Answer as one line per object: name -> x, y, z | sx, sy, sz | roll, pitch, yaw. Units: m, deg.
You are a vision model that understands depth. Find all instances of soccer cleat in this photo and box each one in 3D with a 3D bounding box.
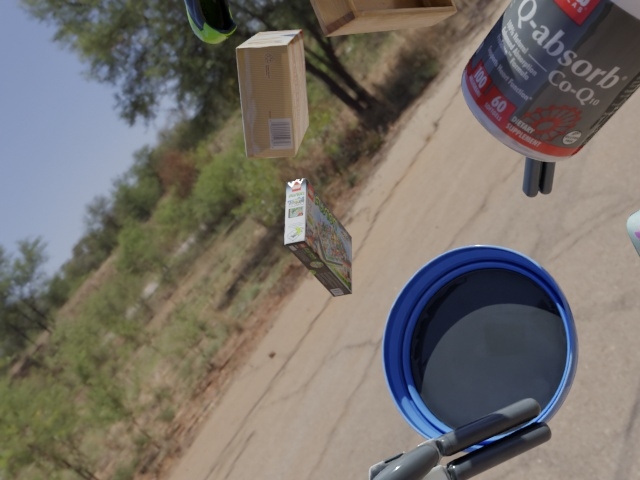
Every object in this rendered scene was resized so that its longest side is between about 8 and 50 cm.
soccer cleat -> -0.138, -0.302, 0.849 | 0.060, 0.179, 0.072 | -32, 21, -23

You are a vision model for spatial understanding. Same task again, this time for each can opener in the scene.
can opener -> 0.201, 0.303, 1.104 | 0.283, 0.076, 0.095 | -21, -11, -12
can opener -> 0.499, -0.232, 1.782 | 0.074, 0.281, 0.093 | -11, 31, -9

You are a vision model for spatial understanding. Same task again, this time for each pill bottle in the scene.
pill bottle -> 0.362, -0.293, 1.031 | 0.363, 0.210, 0.210 | -56, 1, 44

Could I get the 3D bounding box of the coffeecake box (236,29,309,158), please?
coffeecake box -> -0.060, -0.203, 1.063 | 0.185, 0.068, 0.143 | -78, -15, -69

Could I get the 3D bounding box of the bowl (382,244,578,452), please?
bowl -> 0.301, 0.204, 1.495 | 0.391, 0.077, 0.392 | -13, 67, 33

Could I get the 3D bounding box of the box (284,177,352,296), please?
box -> 0.000, 0.000, 1.282 | 0.036, 0.207, 0.114 | -10, 60, 20

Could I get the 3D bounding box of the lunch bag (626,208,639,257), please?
lunch bag -> 0.813, -0.015, 1.673 | 0.279, 0.224, 0.108 | -28, 1, -17

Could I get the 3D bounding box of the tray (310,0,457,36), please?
tray -> 0.100, -0.486, 1.421 | 0.076, 0.203, 0.411 | -22, 2, 36
